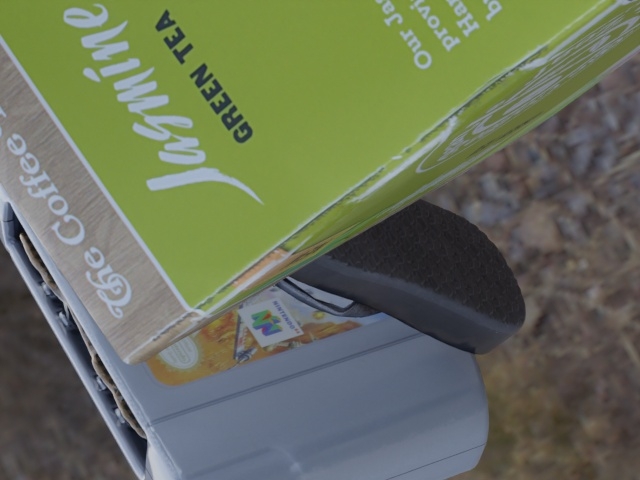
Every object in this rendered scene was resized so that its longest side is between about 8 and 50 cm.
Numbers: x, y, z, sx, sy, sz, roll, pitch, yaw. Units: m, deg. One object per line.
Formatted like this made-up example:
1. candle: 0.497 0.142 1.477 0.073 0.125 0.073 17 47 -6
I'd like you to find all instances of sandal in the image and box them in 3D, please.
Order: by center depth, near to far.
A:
1. sandal: 0.001 0.001 0.874 0.054 0.254 0.097 -38 44 25

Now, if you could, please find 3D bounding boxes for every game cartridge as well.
1. game cartridge: -0.045 0.025 1.017 0.297 0.198 0.062 53 153 36

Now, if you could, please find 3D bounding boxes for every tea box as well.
1. tea box: 0.059 -0.166 0.644 0.323 0.329 0.220 -36 87 32
